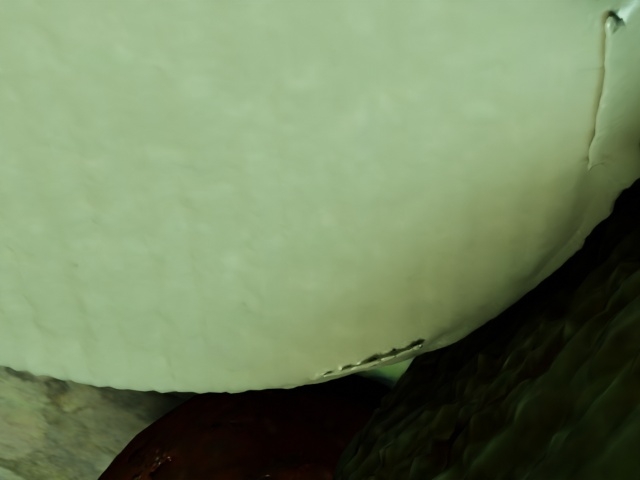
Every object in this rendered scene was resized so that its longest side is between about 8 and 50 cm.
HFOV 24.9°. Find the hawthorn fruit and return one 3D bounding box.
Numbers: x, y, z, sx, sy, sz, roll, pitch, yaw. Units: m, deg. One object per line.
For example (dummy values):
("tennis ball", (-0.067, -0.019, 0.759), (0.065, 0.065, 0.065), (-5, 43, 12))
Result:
("hawthorn fruit", (-0.031, 0.227, 0.904), (0.315, 0.316, 0.316), (9, 142, 7))

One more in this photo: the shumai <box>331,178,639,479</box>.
("shumai", (0.210, 0.110, 0.511), (0.348, 0.395, 0.395), (39, 140, 1))

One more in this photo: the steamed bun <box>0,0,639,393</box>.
("steamed bun", (-0.063, -0.123, 0.483), (0.374, 0.241, 0.374), (5, 141, 4))
